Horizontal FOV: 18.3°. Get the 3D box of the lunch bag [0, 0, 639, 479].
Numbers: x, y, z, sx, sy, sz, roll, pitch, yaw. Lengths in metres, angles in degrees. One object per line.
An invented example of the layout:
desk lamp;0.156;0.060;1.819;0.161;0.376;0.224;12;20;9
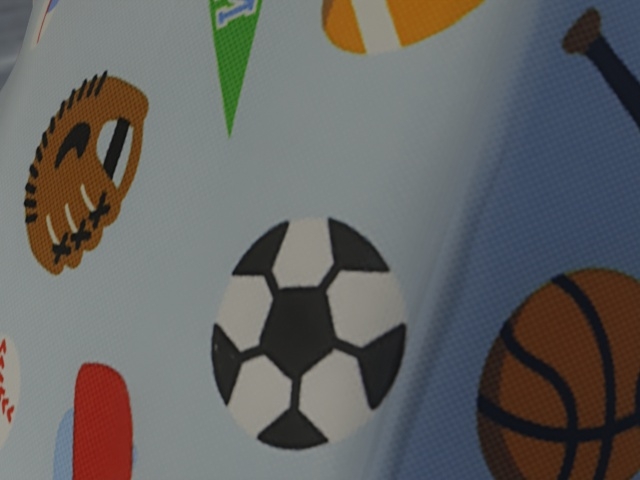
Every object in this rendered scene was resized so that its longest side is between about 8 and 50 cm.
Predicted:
lunch bag;0.000;0.000;0.586;0.239;0.327;0.385;22;177;-34
